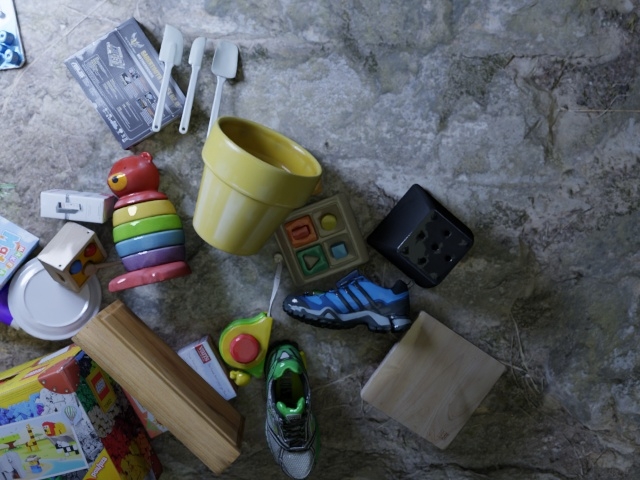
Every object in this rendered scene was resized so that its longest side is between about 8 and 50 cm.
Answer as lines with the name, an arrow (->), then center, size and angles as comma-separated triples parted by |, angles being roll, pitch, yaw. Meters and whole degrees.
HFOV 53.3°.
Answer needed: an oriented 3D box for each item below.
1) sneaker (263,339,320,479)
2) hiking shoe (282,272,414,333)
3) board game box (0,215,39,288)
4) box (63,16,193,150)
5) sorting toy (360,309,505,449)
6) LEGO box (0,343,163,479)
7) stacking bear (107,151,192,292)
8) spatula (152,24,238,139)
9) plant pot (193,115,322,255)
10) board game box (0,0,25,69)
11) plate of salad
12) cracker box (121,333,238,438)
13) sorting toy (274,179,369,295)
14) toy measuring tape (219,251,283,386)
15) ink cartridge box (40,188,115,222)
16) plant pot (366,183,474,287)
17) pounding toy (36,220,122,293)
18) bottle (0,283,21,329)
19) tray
sneaker -> -0.077, 0.422, 1.523 | 0.134, 0.146, 0.343 | -10, 101, -3
hiking shoe -> 0.064, 0.142, 1.494 | 0.304, 0.113, 0.131 | 7, 74, -6
board game box -> -0.765, 0.004, 1.409 | 0.212, 0.039, 0.160 | 33, 54, -10
box -> -0.422, -0.345, 1.414 | 0.183, 0.056, 0.231 | -33, 100, 0
sorting toy -> 0.267, 0.331, 1.563 | 0.256, 0.089, 0.257 | 34, 96, -9
LEGO box -> -0.673, 0.490, 1.434 | 0.501, 0.193, 0.372 | -22, 101, 7
stacking bear -> -0.394, -0.047, 1.418 | 0.176, 0.164, 0.288 | -13, 90, 29
spatula -> -0.278, -0.340, 1.403 | 0.168, 0.019, 0.241 | 12, 81, -24
plant pot -> -0.158, -0.106, 1.393 | 0.254, 0.254, 0.238 | 25, 113, -8
board game box -> -0.869, -0.544, 1.350 | 0.391, 0.050, 0.389 | -8, 100, -3
plate of salad -> -0.608, 0.129, 1.463 | 0.200, 0.048, 0.199 | 6, 77, -27
cracker box -> -0.335, 0.349, 1.530 | 0.232, 0.067, 0.155 | -26, 98, 1
sorting toy -> 0.000, 0.000, 1.508 | 0.196, 0.047, 0.347 | -22, 100, -1
toy measuring tape -> -0.170, 0.182, 1.496 | 0.122, 0.121, 0.329 | 11, 95, -6
ink cartridge box -> -0.542, -0.078, 1.428 | 0.136, 0.099, 0.056 | 6, 99, -4
plant pot -> 0.245, 0.003, 1.468 | 0.188, 0.167, 0.187 | 40, 95, -10
pounding toy -> -0.529, 0.043, 1.427 | 0.100, 0.141, 0.130 | 24, 62, 14
bottle -> -0.789, 0.102, 1.442 | 0.283, 0.092, 0.118 | 33, 99, -9
tray -> -0.335, 0.307, 1.388 | 0.076, 0.203, 0.411 | -44, 96, 1
